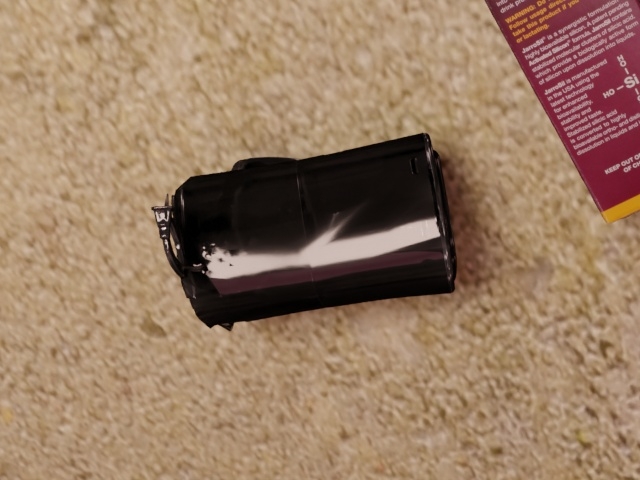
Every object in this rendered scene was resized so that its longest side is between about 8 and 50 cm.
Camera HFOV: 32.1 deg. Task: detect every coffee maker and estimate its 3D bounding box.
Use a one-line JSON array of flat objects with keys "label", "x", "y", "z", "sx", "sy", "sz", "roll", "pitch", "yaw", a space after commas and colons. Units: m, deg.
[{"label": "coffee maker", "x": 0.000, "y": 0.000, "z": 0.752, "sx": 0.178, "sy": 0.171, "sz": 0.120, "roll": -11, "pitch": 99, "yaw": 7}]

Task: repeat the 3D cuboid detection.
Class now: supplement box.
[{"label": "supplement box", "x": 0.172, "y": -0.121, "z": 0.718, "sx": 0.081, "sy": 0.104, "sz": 0.188, "roll": -28, "pitch": 111, "yaw": 15}]
